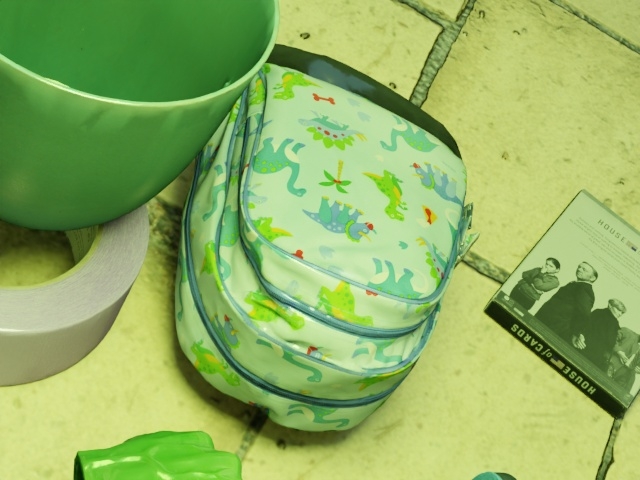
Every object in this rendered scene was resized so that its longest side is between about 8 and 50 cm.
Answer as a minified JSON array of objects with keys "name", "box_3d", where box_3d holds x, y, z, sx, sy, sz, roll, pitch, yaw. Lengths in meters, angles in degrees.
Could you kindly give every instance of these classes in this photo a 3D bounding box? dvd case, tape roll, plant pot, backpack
[{"name":"dvd case","box_3d":[0.301,0.061,1.595,0.179,0.029,0.239,39,45,7]},{"name":"tape roll","box_3d":[-0.294,-0.011,1.302,0.275,0.090,0.274,15,48,-17]},{"name":"plant pot","box_3d":[-0.213,-0.148,1.232,0.293,0.235,0.293,15,49,-17]},{"name":"backpack","box_3d":[0.000,0.000,1.362,0.290,0.273,0.355,29,58,-13]}]

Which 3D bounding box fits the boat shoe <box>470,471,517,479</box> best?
[{"name":"boat shoe","box_3d":[0.176,0.330,1.275,0.089,0.109,0.258,8,66,-31]}]

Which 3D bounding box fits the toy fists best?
[{"name":"toy fists","box_3d":[-0.106,0.280,1.159,0.142,0.096,0.279,-4,57,-18]}]
